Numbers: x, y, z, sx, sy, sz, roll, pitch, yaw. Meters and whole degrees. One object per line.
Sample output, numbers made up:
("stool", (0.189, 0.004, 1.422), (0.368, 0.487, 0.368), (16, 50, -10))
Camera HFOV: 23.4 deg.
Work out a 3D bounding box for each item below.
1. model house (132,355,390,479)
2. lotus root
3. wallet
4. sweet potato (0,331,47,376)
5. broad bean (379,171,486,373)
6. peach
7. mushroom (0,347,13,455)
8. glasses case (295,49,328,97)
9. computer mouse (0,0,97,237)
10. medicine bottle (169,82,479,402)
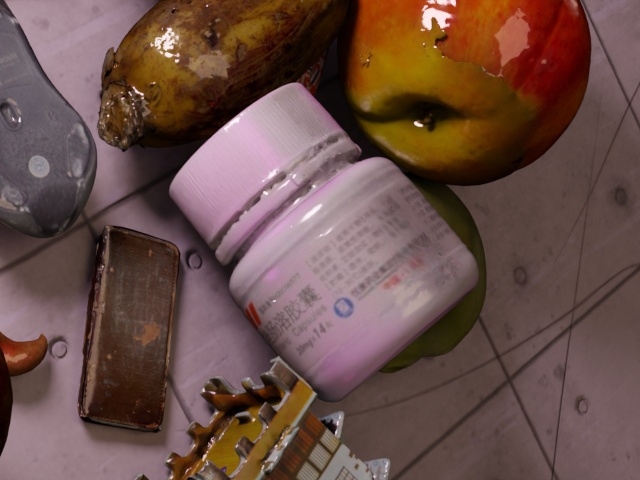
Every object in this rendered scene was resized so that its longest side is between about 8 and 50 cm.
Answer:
("model house", (-0.065, 0.281, 1.784), (0.215, 0.224, 0.198), (47, 57, -14))
("lotus root", (-0.115, -0.233, 1.862), (0.397, 0.196, 0.179), (-40, 92, -33))
("wallet", (-0.225, 0.104, 1.811), (0.122, 0.031, 0.232), (17, 72, -40))
("sweet potato", (-0.383, 0.112, 1.666), (0.202, 0.058, 0.055), (12, 53, -36))
("broad bean", (0.114, 0.045, 2.041), (0.238, 0.119, 0.291), (33, 59, -19))
("peach", (0.194, -0.259, 2.024), (0.370, 0.370, 0.370), (9, 75, -37))
("mushroom", (-0.460, 0.191, 1.462), (0.345, 0.239, 0.345), (-5, 110, -15))
("glasses case", (-0.023, -0.240, 2.018), (0.049, 0.073, 0.195), (29, 65, -31))
("computer mouse", (-0.380, -0.173, 1.711), (0.167, 0.090, 0.379), (-25, 91, -39))
("medicine bottle", (0.000, 0.000, 1.824), (0.325, 0.256, 0.256), (50, 52, 5))
